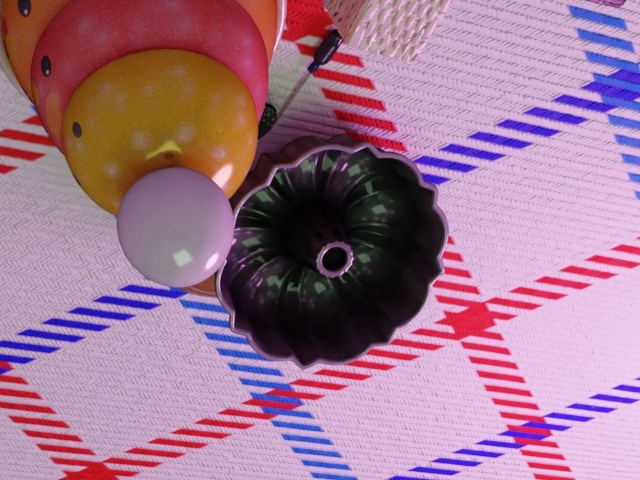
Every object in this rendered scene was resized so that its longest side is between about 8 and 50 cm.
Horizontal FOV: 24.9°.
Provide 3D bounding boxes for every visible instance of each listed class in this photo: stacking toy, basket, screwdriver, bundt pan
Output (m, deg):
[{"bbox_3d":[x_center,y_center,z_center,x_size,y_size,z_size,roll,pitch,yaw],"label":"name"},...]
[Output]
[{"bbox_3d":[-0.176,-0.139,1.561,0.351,0.480,0.350,-7,132,-8],"label":"stacking toy"},{"bbox_3d":[0.092,-0.308,1.735,0.113,0.103,0.167,12,128,-26],"label":"basket"},{"bbox_3d":[-0.021,-0.207,1.863,0.025,0.024,0.170,-7,146,-51],"label":"screwdriver"},{"bbox_3d":[0.000,0.000,1.953,0.331,0.124,0.330,-8,117,-17],"label":"bundt pan"}]

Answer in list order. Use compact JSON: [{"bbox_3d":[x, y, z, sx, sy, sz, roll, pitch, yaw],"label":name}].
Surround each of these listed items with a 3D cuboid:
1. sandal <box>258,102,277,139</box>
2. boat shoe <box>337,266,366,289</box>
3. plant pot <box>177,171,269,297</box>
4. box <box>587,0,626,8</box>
[{"bbox_3d":[-0.135,-0.144,1.888,0.179,0.040,0.067,-25,130,30],"label":"sandal"},{"bbox_3d":[-0.006,0.071,2.113,0.183,0.066,0.066,-27,149,11],"label":"boat shoe"},{"bbox_3d":[-0.129,0.002,2.030,0.236,0.032,0.236,-7,134,-8],"label":"plant pot"},{"bbox_3d":[0.335,-0.400,1.656,0.216,0.060,0.270,6,135,-36],"label":"box"}]
